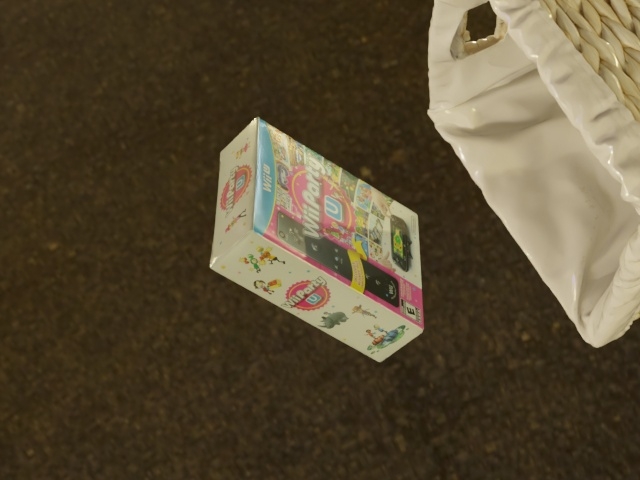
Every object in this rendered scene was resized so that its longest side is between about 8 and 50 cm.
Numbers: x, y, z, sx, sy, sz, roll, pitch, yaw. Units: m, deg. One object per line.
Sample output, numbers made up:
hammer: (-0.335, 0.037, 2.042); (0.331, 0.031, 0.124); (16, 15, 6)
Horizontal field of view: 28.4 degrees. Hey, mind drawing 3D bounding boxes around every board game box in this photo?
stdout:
board game box: (0.000, 0.000, 1.745); (0.097, 0.303, 0.224); (-40, 34, 34)

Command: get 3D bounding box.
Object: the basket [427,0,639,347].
basket: (0.293, -0.132, 1.181); (0.266, 0.328, 0.331); (-27, 67, -9)
